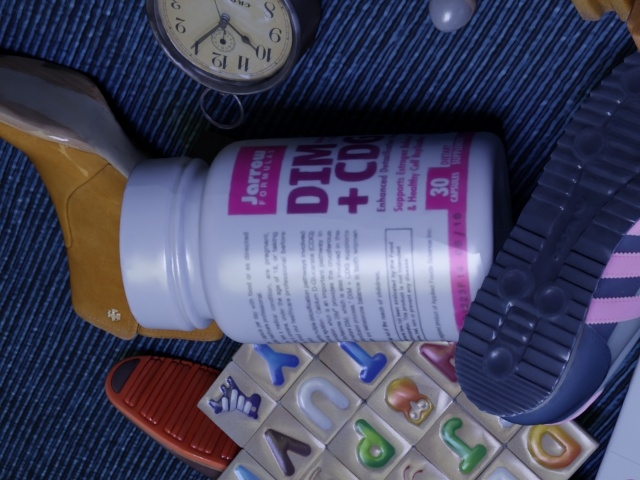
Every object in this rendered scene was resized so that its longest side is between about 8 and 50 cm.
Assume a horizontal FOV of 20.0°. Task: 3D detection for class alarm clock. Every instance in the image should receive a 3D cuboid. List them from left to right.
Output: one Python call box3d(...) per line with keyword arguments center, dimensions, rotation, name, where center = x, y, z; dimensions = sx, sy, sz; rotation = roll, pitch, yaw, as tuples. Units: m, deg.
box3d(center=(-0.068, -0.165, 1.404), dimensions=(0.129, 0.064, 0.192), rotation=(21, 130, 11), name="alarm clock")

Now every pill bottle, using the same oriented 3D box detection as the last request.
box3d(center=(0.000, 0.000, 1.396), dimensions=(0.283, 0.160, 0.160), rotation=(-2, 126, 12), name="pill bottle")

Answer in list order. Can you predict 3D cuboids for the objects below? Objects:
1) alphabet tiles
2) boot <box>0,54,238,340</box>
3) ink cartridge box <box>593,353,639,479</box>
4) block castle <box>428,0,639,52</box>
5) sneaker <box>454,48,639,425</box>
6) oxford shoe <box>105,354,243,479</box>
box3d(center=(0.064, 0.195, 1.550), dimensions=(0.342, 0.011, 0.285), rotation=(42, 111, 10), name="alphabet tiles")
box3d(center=(-0.203, -0.025, 1.553), dimensions=(0.295, 0.104, 0.211), rotation=(20, 126, 4), name="boot")
box3d(center=(0.404, 0.140, 1.400), dimensions=(0.330, 0.071, 0.324), rotation=(22, 132, 13), name="ink cartridge box")
box3d(center=(0.202, -0.247, 0.985), dimensions=(0.453, 0.213, 0.303), rotation=(7, 157, 38), name="block castle")
box3d(center=(0.215, -0.008, 1.304), dimensions=(0.112, 0.131, 0.319), rotation=(37, 95, 31), name="sneaker")
box3d(center=(-0.082, 0.199, 1.684), dimensions=(0.271, 0.097, 0.098), rotation=(28, 142, 7), name="oxford shoe")
